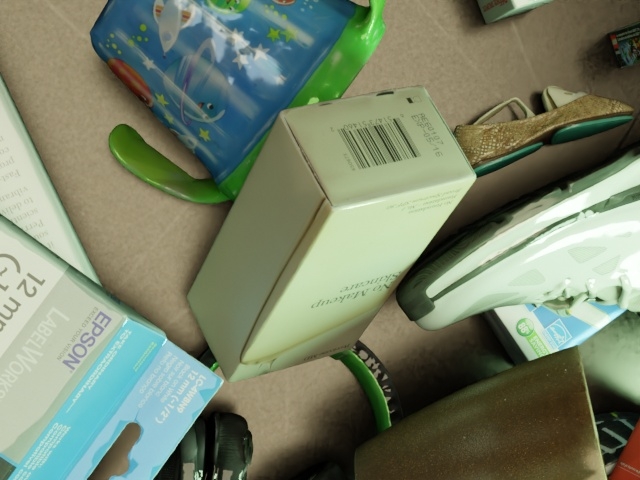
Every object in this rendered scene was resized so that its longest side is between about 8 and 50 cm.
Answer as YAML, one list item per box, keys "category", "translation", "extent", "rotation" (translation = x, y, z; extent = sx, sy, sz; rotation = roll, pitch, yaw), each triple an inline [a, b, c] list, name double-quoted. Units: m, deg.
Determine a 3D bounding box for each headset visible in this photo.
- category: "headset"
  translation: [-0.061, 0.261, 1.362]
  extent: [0.243, 0.185, 0.394]
  rotation: [28, 75, -7]

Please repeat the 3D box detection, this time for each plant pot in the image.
- category: "plant pot"
  translation: [0.156, 0.227, 1.301]
  extent: [0.230, 0.215, 0.215]
  rotation: [-12, 92, 10]

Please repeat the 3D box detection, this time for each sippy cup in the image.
- category: "sippy cup"
  translation: [-0.092, -0.190, 1.323]
  extent: [0.224, 0.240, 0.305]
  rotation: [38, 86, -9]

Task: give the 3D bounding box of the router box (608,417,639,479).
- category: "router box"
  translation: [0.419, 0.361, 1.433]
  extent: [0.335, 0.082, 0.301]
  rotation: [29, 86, -28]

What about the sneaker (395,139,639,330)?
- category: "sneaker"
  translation: [0.314, 0.045, 1.343]
  extent: [0.447, 0.169, 0.257]
  rotation: [-25, 90, -10]

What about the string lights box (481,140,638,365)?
- category: "string lights box"
  translation: [0.291, 0.015, 1.465]
  extent: [0.260, 0.077, 0.133]
  rotation: [-35, 94, -7]

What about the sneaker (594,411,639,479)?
- category: "sneaker"
  translation: [0.262, 0.292, 1.463]
  extent: [0.300, 0.111, 0.121]
  rotation: [-31, 113, -7]

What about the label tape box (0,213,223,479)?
- category: "label tape box"
  translation: [-0.291, 0.126, 1.203]
  extent: [0.348, 0.115, 0.249]
  rotation: [37, 85, -6]

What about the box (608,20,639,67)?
- category: "box"
  translation: [0.444, -0.249, 1.444]
  extent: [0.233, 0.159, 0.044]
  rotation: [-21, 95, -8]

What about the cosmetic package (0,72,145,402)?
- category: "cosmetic package"
  translation: [-0.368, -0.017, 1.326]
  extent: [0.230, 0.161, 0.453]
  rotation: [-25, 94, -8]

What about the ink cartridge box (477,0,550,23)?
- category: "ink cartridge box"
  translation: [0.190, -0.312, 1.431]
  extent: [0.063, 0.109, 0.150]
  rotation: [-22, 94, -9]

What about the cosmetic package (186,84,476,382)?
- category: "cosmetic package"
  translation: [0.000, 0.000, 1.275]
  extent: [0.160, 0.309, 0.113]
  rotation: [-14, 63, -29]

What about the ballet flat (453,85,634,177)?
- category: "ballet flat"
  translation: [0.237, -0.129, 1.463]
  extent: [0.206, 0.073, 0.067]
  rotation: [-19, 79, -11]
